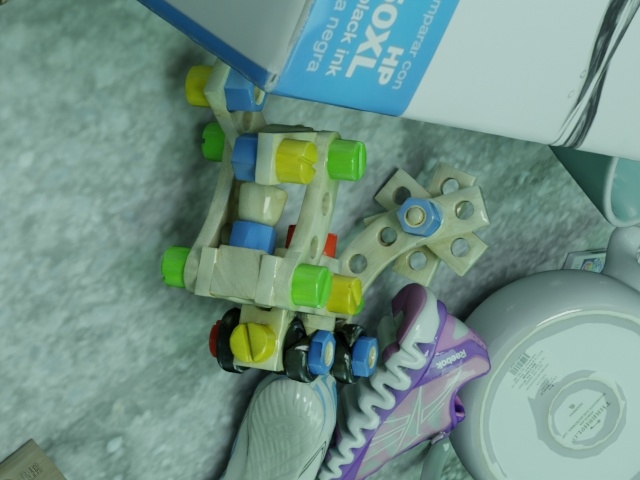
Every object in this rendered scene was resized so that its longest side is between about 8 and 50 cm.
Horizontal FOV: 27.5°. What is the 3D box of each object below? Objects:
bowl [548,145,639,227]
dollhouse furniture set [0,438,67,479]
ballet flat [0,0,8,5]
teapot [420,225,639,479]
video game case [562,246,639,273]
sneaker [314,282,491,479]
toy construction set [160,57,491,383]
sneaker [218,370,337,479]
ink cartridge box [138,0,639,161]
[{"bbox_3d":[0.262,-0.180,1.054,0.311,0.163,0.311,-40,151,-27],"label":"bowl"},{"bbox_3d":[-0.184,0.274,0.988,0.101,0.161,0.182,-39,137,-16],"label":"dollhouse furniture set"},{"bbox_3d":[-0.249,-0.087,0.736,0.250,0.084,0.058,-54,139,-8],"label":"ballet flat"},{"bbox_3d":[0.220,0.136,1.268,0.256,0.187,0.252,-9,107,-9],"label":"teapot"},{"bbox_3d":[0.291,0.049,1.393,0.122,0.011,0.087,-5,121,-41],"label":"video game case"},{"bbox_3d":[0.069,0.155,1.154,0.105,0.095,0.236,25,113,-16],"label":"sneaker"},{"bbox_3d":[0.000,0.000,0.994,0.328,0.151,0.215,13,83,-55],"label":"toy construction set"},{"bbox_3d":[-0.046,0.206,1.138,0.237,0.085,0.086,-64,166,23],"label":"sneaker"},{"bbox_3d":[0.061,-0.188,0.792,0.395,0.285,0.166,5,116,-45],"label":"ink cartridge box"}]
